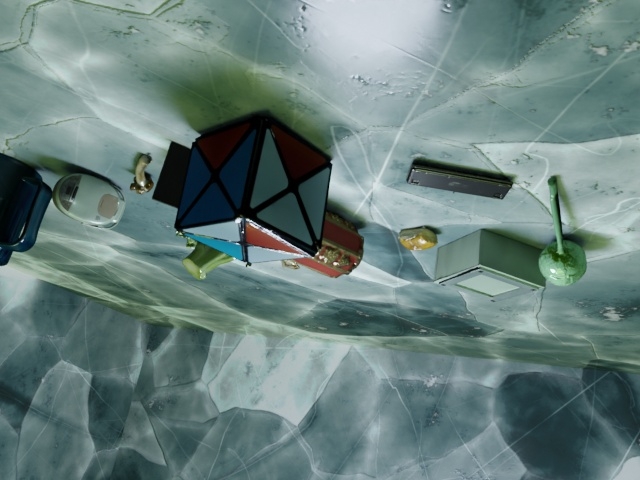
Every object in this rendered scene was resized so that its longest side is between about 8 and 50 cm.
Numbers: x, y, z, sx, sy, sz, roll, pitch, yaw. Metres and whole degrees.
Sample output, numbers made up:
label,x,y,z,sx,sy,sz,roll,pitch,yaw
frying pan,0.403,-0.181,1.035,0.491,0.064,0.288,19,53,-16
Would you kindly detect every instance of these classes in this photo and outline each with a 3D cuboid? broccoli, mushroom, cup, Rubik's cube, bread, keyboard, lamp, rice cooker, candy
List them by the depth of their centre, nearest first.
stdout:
label,x,y,z,sx,sy,sz,roll,pitch,yaw
Rubik's cube,-0.145,-0.104,1.345,0.246,0.248,0.250,-6,156,41
keyboard,0.312,-0.133,1.347,0.230,0.025,0.094,10,159,1
candy,0.579,-0.022,1.443,0.119,0.119,0.440,1,149,27
mushroom,-0.480,-0.177,1.607,0.060,0.061,0.187,20,155,-10
lamp,0.000,0.000,1.672,0.274,0.177,0.177,27,155,-36
broccoli,-0.278,-0.025,1.685,0.259,0.235,0.288,-14,168,-34
bread,0.279,-0.002,1.688,0.072,0.053,0.106,31,157,-37
rice cooker,-0.683,-0.118,1.750,0.127,0.145,0.206,9,168,43
cup,-0.972,-0.083,1.774,0.307,0.292,0.242,17,159,-12

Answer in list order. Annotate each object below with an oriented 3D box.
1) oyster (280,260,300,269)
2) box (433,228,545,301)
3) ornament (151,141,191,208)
label,x,y,z,sx,sy,sz,roll,pitch,yaw
oyster,-0.114,0.080,2.154,0.051,0.034,0.093,-13,142,17
box,0.482,0.081,1.709,0.225,0.117,0.225,17,159,-17
ornament,-0.359,-0.139,1.544,0.166,0.153,0.196,22,167,-27
